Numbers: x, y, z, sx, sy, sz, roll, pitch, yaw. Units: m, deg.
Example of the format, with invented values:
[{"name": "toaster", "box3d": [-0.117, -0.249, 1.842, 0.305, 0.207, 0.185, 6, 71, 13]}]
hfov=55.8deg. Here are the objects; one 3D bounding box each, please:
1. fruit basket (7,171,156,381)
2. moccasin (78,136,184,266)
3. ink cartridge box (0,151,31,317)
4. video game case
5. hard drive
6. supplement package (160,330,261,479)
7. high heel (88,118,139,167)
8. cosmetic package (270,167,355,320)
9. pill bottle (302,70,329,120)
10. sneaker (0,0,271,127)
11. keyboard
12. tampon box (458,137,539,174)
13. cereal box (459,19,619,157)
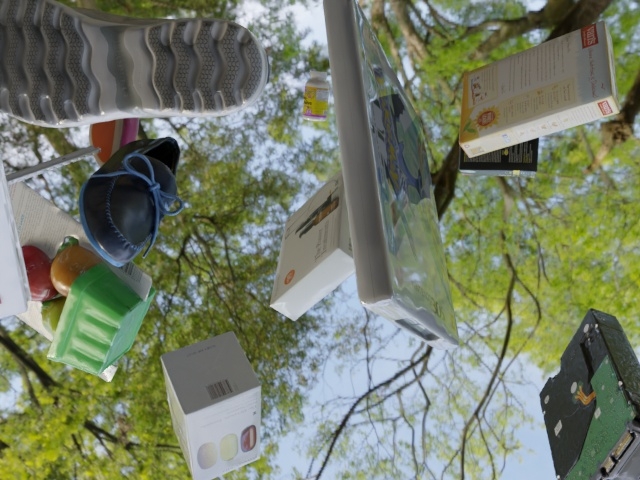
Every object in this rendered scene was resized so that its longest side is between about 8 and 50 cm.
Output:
[{"name": "fruit basket", "box3d": [-0.510, 0.081, 1.210, 0.353, 0.327, 0.165, 37, -148, 11]}, {"name": "moccasin", "box3d": [-0.292, -0.094, 0.963, 0.117, 0.137, 0.342, -27, -145, 9]}, {"name": "ink cartridge box", "box3d": [-0.434, -0.007, 0.546, 0.278, 0.201, 0.117, -14, -141, -29]}, {"name": "video game case", "box3d": [0.088, -0.059, 0.683, 0.036, 0.300, 0.329, -14, -112, 19]}, {"name": "hard drive", "box3d": [0.485, 0.301, 1.069, 0.064, 0.237, 0.339, 20, -155, 4]}, {"name": "supplement package", "box3d": [-0.194, 0.308, 1.099, 0.139, 0.244, 0.134, -17, -134, -22]}, {"name": "high heel", "box3d": [-0.397, -0.284, 1.332, 0.127, 0.181, 0.377, -20, -118, 32]}, {"name": "cosmetic package", "box3d": [0.000, 0.000, 1.686, 0.284, 0.097, 0.377, -44, -156, 32]}, {"name": "pill bottle", "box3d": [-0.007, -0.252, 1.057, 0.043, 0.083, 0.043, 5, -165, -1]}, {"name": "sneaker", "box3d": [-0.177, -0.149, 0.542, 0.281, 0.105, 0.115, 9, -168, 8]}, {"name": "keyboard", "box3d": [-0.455, -0.092, 0.905, 0.256, 0.014, 0.072, -24, -173, -16]}, {"name": "tampon box", "box3d": [0.387, -0.193, 1.313, 0.161, 0.120, 0.101, 4, -89, 18]}, {"name": "cereal box", "box3d": [0.346, -0.241, 0.979, 0.240, 0.047, 0.173, -13, -130, 35]}]
